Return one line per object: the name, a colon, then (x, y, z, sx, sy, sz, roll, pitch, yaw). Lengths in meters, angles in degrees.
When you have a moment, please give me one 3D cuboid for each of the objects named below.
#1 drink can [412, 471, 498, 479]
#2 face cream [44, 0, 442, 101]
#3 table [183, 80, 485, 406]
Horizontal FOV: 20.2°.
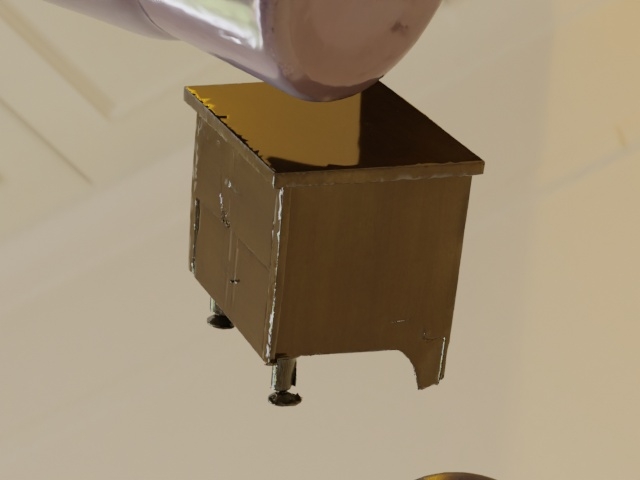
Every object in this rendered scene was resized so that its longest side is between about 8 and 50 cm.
drink can: (0.067, 0.214, 0.949, 0.118, 0.118, 0.205, -27, -166, 17)
face cream: (-0.082, -0.140, 0.593, 0.274, 0.096, 0.154, 30, -77, 32)
table: (0.000, 0.000, 0.580, 0.070, 0.082, 0.083, -5, -156, -23)
